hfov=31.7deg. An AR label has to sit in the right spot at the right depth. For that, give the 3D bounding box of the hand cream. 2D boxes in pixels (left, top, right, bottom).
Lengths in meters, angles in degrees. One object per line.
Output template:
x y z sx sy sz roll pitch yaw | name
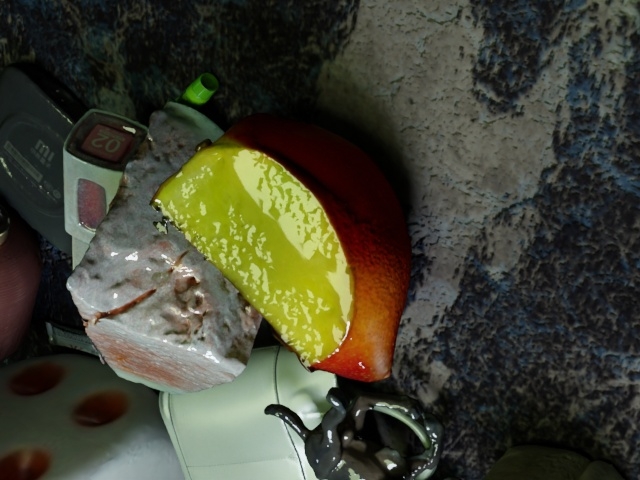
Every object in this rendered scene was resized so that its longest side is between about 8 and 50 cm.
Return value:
-0.145 -0.133 1.166 0.036 0.023 0.122 49 135 -5 | hand cream

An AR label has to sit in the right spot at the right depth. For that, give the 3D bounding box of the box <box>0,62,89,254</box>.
-0.321 -0.090 1.319 0.212 0.042 0.201 45 132 7 | box

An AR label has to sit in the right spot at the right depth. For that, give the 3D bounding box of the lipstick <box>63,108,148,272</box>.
-0.235 -0.026 1.231 0.079 0.077 0.253 21 142 4 | lipstick

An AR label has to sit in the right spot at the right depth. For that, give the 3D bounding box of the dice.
-0.334 0.345 1.389 0.277 0.304 0.304 18 123 31 | dice

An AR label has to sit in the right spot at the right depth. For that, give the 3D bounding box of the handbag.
-0.011 0.214 1.236 0.315 0.109 0.241 -9 110 27 | handbag

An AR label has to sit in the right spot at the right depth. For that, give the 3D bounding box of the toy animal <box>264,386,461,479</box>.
0.050 0.224 1.114 0.232 0.084 0.148 37 121 -1 | toy animal

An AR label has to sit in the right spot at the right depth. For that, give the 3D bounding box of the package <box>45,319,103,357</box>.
-0.314 0.128 1.452 0.110 0.015 0.037 10 120 36 | package

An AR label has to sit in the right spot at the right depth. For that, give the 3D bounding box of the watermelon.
-0.158 0.031 1.142 0.193 0.232 0.310 27 104 -18 | watermelon

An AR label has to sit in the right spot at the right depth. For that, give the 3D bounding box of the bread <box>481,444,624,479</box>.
0.199 0.276 1.039 0.148 0.141 0.134 -2 111 40 | bread

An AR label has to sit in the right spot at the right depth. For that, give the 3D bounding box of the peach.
0.001 -0.006 1.027 0.267 0.159 0.154 46 127 11 | peach

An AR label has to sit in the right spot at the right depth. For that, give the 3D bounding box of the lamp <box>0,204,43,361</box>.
-0.442 0.054 1.401 0.180 0.180 0.258 37 132 17 | lamp
